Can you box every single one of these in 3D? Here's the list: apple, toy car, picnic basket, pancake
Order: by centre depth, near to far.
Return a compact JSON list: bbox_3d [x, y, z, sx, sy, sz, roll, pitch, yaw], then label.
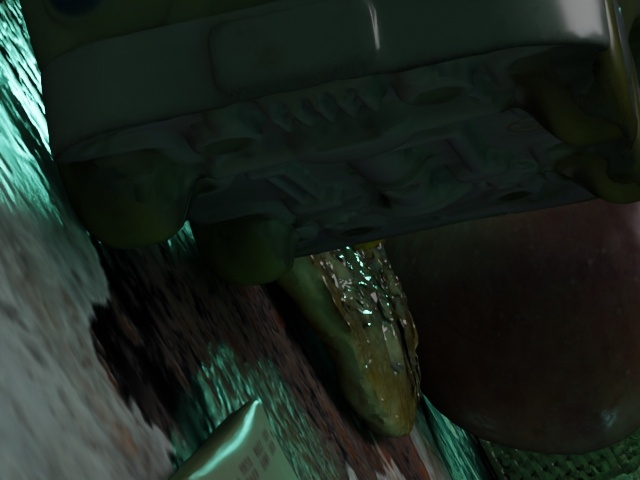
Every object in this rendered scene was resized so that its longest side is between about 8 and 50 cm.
[{"bbox_3d":[0.019,-0.114,0.731,0.336,0.242,0.226,21,58,-74],"label":"toy car"},{"bbox_3d":[0.001,0.000,1.059,0.282,0.049,0.282,60,9,-16],"label":"pancake"},{"bbox_3d":[0.183,0.023,1.331,0.305,0.306,0.235,-106,-179,-56],"label":"apple"},{"bbox_3d":[0.245,0.184,1.641,0.134,0.154,0.196,64,9,10],"label":"picnic basket"}]

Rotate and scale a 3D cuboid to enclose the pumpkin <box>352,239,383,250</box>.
[{"bbox_3d":[0.025,-0.041,1.014,0.074,0.054,0.083,64,30,-16],"label":"pumpkin"}]

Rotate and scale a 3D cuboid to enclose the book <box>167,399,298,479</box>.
[{"bbox_3d":[0.010,0.179,0.621,0.231,0.022,0.162,63,8,-1],"label":"book"}]
